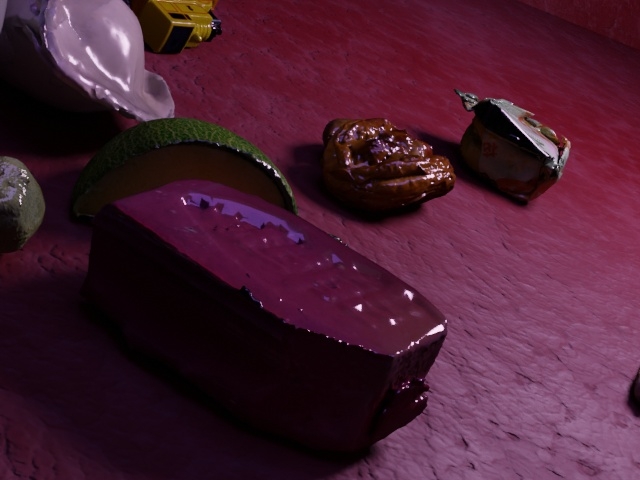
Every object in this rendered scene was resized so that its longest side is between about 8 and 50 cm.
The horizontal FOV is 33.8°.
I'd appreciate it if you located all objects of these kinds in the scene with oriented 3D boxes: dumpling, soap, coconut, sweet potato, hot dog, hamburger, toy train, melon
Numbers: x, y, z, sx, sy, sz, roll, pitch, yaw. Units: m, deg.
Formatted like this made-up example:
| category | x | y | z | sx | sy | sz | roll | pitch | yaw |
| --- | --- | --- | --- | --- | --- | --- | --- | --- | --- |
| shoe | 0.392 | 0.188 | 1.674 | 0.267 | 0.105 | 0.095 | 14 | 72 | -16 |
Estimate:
| category | x | y | z | sx | sy | sz | roll | pitch | yaw |
| --- | --- | --- | --- | --- | --- | --- | --- | --- | --- |
| dumpling | -0.303 | -0.241 | 1.329 | 0.260 | 0.181 | 0.341 | 34 | -15 | -36 |
| soap | -0.046 | 0.067 | 0.983 | 0.325 | 0.127 | 0.220 | 34 | 28 | 16 |
| coconut | -0.302 | -0.032 | 0.990 | 0.088 | 0.096 | 0.088 | 6 | 67 | -14 |
| sweet potato | 0.063 | -0.150 | 1.600 | 0.068 | 0.068 | 0.226 | 42 | 21 | 33 |
| hot dog | 0.101 | -0.102 | 1.496 | 0.160 | 0.099 | 0.227 | 37 | 24 | 21 |
| hamburger | 0.315 | -0.173 | 1.809 | 0.235 | 0.125 | 0.214 | 30 | 19 | 2 |
| toy train | -0.238 | -0.361 | 1.711 | 0.127 | 0.089 | 0.219 | 48 | 31 | 22 |
| melon | -0.146 | -0.085 | 1.194 | 0.265 | 0.129 | 0.169 | 12 | 24 | -25 |

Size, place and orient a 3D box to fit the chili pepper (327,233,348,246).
| category | x | y | z | sx | sy | sz | roll | pitch | yaw |
| --- | --- | --- | --- | --- | --- | --- | --- | --- | --- |
| chili pepper | 0.000 | 0.000 | 1.287 | 0.083 | 0.022 | 0.027 | 18 | -8 | -15 |

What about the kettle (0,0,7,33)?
| category | x | y | z | sx | sy | sz | roll | pitch | yaw |
| --- | --- | --- | --- | --- | --- | --- | --- | --- | --- |
| kettle | -0.443 | -0.254 | 1.112 | 0.221 | 0.236 | 0.161 | 22 | 25 | -7 |

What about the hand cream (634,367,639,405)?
| category | x | y | z | sx | sy | sz | roll | pitch | yaw |
| --- | --- | --- | --- | --- | --- | --- | --- | --- | --- |
| hand cream | 0.423 | 0.177 | 1.324 | 0.057 | 0.037 | 0.165 | 34 | 20 | 17 |
